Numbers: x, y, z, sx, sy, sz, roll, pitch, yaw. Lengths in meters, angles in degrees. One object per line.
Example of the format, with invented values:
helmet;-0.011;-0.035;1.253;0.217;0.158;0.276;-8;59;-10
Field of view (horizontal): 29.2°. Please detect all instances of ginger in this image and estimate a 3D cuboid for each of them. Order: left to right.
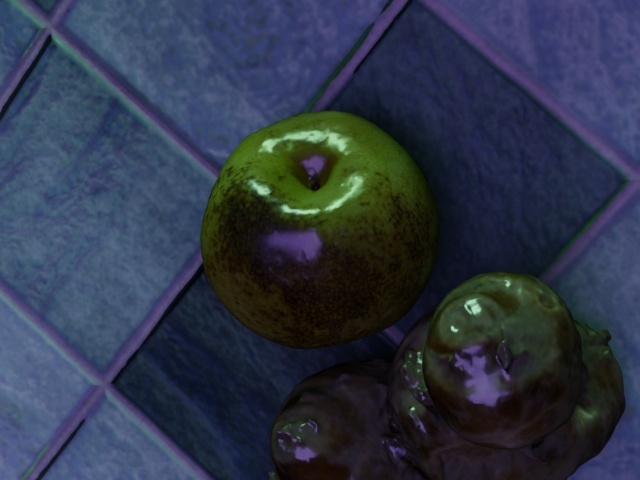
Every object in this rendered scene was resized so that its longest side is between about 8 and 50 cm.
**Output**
ginger;0.085;0.147;1.014;0.375;0.256;0.176;-33;64;37

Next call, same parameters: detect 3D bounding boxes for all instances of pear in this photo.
pear;0.000;0.000;1.018;0.197;0.197;0.197;4;104;18
